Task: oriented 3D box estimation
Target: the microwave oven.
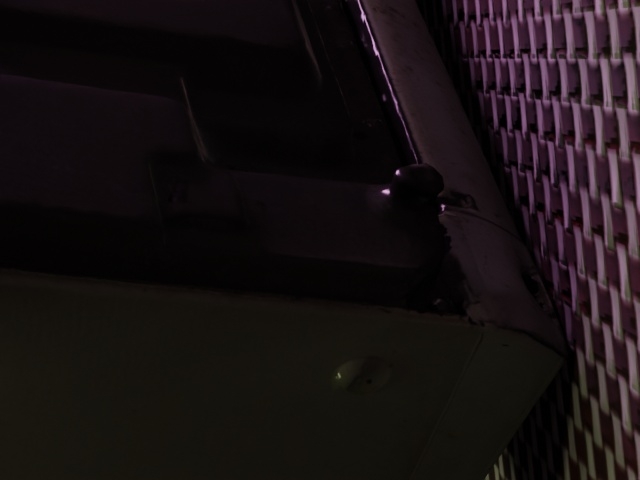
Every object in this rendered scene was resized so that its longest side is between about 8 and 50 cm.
[{"bbox_3d":[-0.109,-0.036,0.822,0.394,0.333,0.247,-108,33,-47],"label":"microwave oven"}]
